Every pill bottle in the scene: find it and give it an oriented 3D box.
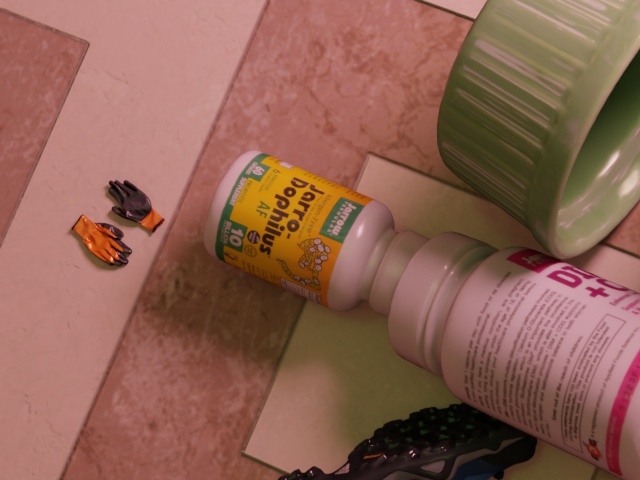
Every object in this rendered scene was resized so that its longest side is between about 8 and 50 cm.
[{"bbox_3d":[0.212,0.101,1.597,0.283,0.160,0.160,24,86,33],"label":"pill bottle"},{"bbox_3d":[0.000,0.000,1.709,0.208,0.117,0.118,24,86,14],"label":"pill bottle"}]

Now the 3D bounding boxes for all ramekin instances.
[{"bbox_3d":[0.241,-0.148,1.597,0.148,0.303,0.303,33,89,22],"label":"ramekin"}]

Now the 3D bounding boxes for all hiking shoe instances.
[{"bbox_3d":[0.076,0.257,1.674,0.304,0.113,0.132,-23,107,1],"label":"hiking shoe"}]

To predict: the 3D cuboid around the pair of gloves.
[{"bbox_3d":[-0.212,-0.019,1.812,0.074,0.010,0.083,41,90,15],"label":"pair of gloves"}]
